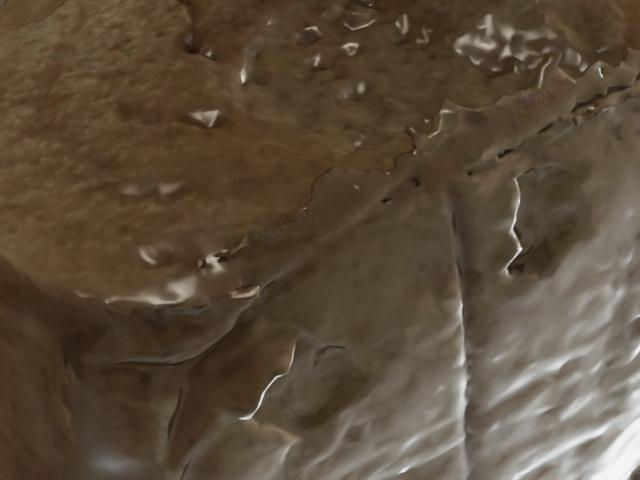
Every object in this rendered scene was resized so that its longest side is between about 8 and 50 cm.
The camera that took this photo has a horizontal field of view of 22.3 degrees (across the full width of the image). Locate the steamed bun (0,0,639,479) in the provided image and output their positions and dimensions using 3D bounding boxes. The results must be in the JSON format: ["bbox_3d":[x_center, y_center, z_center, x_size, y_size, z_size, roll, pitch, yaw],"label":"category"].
[{"bbox_3d":[0.000,0.000,0.547,0.301,0.199,0.251,-23,-39,-25],"label":"steamed bun"}]
